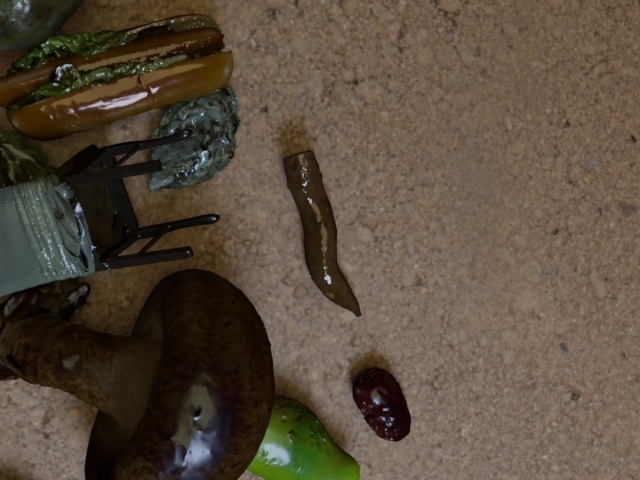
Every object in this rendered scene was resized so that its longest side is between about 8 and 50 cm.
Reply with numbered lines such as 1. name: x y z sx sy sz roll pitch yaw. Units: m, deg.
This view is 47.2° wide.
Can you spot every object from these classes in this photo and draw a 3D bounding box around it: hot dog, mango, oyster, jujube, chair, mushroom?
1. hot dog: -0.289 -0.232 1.014 0.337 0.100 0.135 -18 68 -12
2. mango: -0.043 0.312 1.117 0.233 0.111 0.125 26 93 -12
3. oyster: -0.185 -0.148 1.081 0.125 0.064 0.177 13 90 -10
4. jujube: 0.102 0.263 1.171 0.077 0.077 0.129 -34 105 -10
5. chair: -0.322 -0.033 0.983 0.319 0.186 0.160 -11 111 11
6. mushroom: -0.234 0.174 0.967 0.331 0.334 0.356 -47 112 -8

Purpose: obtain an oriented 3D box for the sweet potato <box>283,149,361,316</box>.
1. sweet potato: 0.000 0.000 1.137 0.059 0.067 0.281 -9 103 23

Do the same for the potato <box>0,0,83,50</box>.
1. potato: -0.415 -0.404 0.925 0.243 0.221 0.326 -22 86 -21

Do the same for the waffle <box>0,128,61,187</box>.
1. waffle: -0.454 -0.044 0.994 0.204 0.054 0.223 34 78 -32
